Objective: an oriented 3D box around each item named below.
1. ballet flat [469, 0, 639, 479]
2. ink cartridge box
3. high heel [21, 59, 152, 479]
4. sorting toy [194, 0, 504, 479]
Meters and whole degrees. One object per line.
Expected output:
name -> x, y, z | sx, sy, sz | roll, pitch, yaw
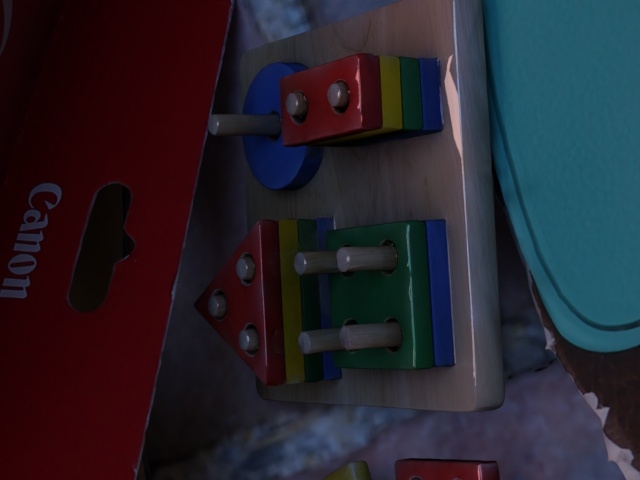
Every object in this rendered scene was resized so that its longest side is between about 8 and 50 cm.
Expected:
ballet flat -> 0.150, 0.032, 0.431 | 0.147, 0.147, 0.409 | -20, 70, 17
ink cartridge box -> -0.180, -0.044, 0.465 | 0.272, 0.130, 0.309 | 3, 47, 3
high heel -> -0.067, 0.053, 0.537 | 0.261, 0.093, 0.186 | 34, 88, 23
sorting toy -> 0.000, 0.000, 0.495 | 0.132, 0.046, 0.274 | -5, 87, 57
